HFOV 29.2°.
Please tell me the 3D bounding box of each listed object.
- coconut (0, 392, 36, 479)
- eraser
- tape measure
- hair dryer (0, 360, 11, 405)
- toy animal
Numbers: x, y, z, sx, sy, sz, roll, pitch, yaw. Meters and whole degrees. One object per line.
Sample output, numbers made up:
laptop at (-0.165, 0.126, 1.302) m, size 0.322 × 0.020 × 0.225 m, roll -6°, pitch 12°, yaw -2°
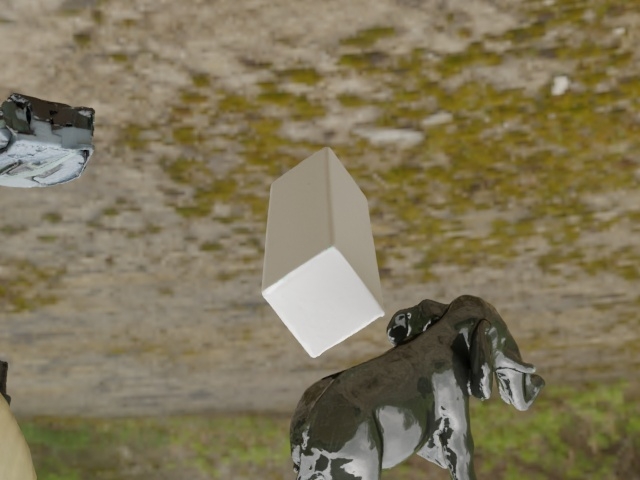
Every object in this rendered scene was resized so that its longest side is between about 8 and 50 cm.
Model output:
coconut at (-0.257, 0.149, 0.343) m, size 0.345 × 0.415 × 0.415 m, roll -3°, pitch 166°, yaw 3°
eraser at (0.001, 0.000, 1.150) m, size 0.076 × 0.078 × 0.298 m, roll -34°, pitch -163°, yaw 11°
tape measure at (-0.215, -0.074, 0.925) m, size 0.091 × 0.054 × 0.094 m, roll 3°, pitch 160°, yaw -36°
hair dryer at (-0.312, 0.238, 1.163) m, size 0.128 × 0.255 × 0.070 m, roll 23°, pitch 153°, yaw -29°
toy animal at (0.081, 0.133, 0.931) m, size 0.114 × 0.146 × 0.245 m, roll 6°, pitch -153°, yaw 43°
